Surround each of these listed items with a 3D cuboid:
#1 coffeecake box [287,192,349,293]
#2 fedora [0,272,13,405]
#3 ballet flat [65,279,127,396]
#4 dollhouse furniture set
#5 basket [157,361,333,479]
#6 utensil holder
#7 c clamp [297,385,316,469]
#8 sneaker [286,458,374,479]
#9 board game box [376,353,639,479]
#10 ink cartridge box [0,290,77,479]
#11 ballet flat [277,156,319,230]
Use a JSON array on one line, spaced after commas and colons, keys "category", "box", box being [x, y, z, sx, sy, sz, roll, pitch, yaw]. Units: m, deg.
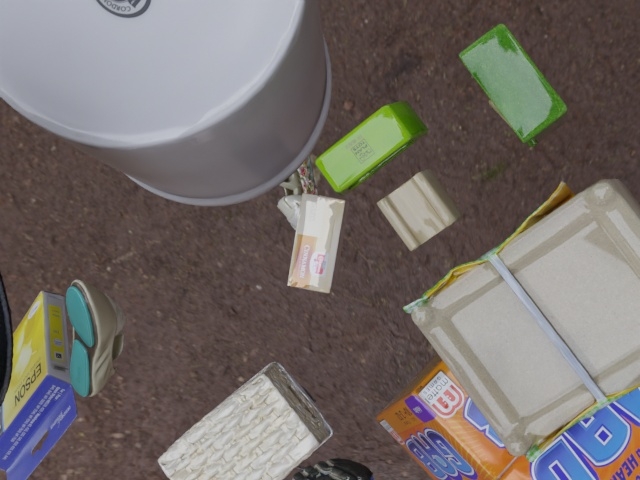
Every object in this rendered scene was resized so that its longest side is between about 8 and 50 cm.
[{"category": "coffeecake box", "box": [0.000, 0.000, 1.197, 0.068, 0.185, 0.142, 10, 93, 3]}, {"category": "fedora", "box": [-0.359, 0.033, 0.472, 0.334, 0.334, 0.152, 16, 34, 15]}, {"category": "ballet flat", "box": [-0.325, 0.134, 1.101, 0.086, 0.248, 0.086, 10, 45, -10]}, {"category": "dollhouse furniture set", "box": [0.165, -0.002, 0.650, 0.197, 0.151, 0.301, -37, 86, 16]}, {"category": "basket", "box": [-0.084, 0.230, 0.840, 0.167, 0.103, 0.113, -40, 83, 1]}, {"category": "utensil holder", "box": [-0.155, -0.214, 0.807, 0.328, 0.385, 0.327, 0, 88, 3]}, {"category": "c clamp", "box": [-0.053, 0.346, 1.403, 0.137, 0.022, 0.160, 14, 83, -19]}, {"category": "sneaker", "box": [-0.025, 0.478, 1.124, 0.330, 0.147, 0.130, -53, 41, -9]}, {"category": "board game box", "box": [0.367, 0.297, 1.312, 0.356, 0.356, 0.356, -42, 79, -17]}, {"category": "ink cartridge box", "box": [-0.606, 0.315, 1.540, 0.303, 0.072, 0.307, -49, 39, 24]}, {"category": "ballet flat", "box": [-0.049, -0.093, 1.368, 0.077, 0.091, 0.241, -4, 70, -35]}]
